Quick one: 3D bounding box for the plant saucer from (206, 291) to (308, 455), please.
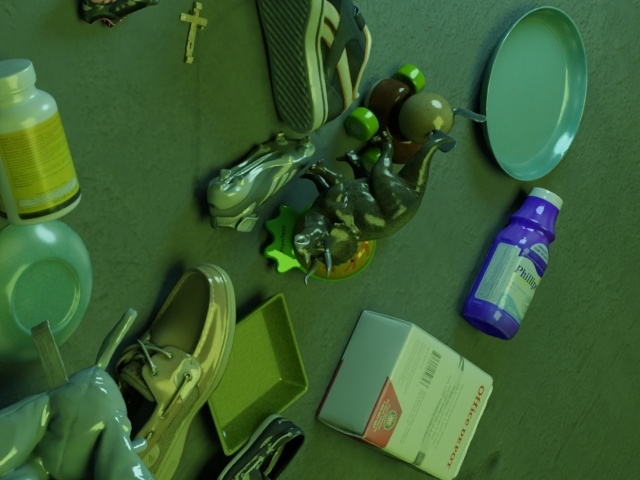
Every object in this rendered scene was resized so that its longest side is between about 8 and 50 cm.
[{"bbox_3d":[-0.114,0.196,1.911,0.188,0.045,0.188,-37,125,-35],"label":"plant saucer"}]

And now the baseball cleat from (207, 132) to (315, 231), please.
[{"bbox_3d":[-0.090,-0.080,1.852,0.206,0.072,0.109,-28,137,-37],"label":"baseball cleat"}]

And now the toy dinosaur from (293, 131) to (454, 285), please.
[{"bbox_3d":[0.067,-0.059,1.881,0.313,0.121,0.160,-25,88,-23],"label":"toy dinosaur"}]

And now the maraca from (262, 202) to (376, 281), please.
[{"bbox_3d":[0.000,0.000,1.943,0.186,0.099,0.127,2,89,-23],"label":"maraca"}]

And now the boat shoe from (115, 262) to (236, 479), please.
[{"bbox_3d":[-0.218,0.189,1.739,0.110,0.122,0.341,22,86,-49],"label":"boat shoe"}]

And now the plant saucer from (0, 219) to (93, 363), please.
[{"bbox_3d":[-0.359,0.068,1.616,0.195,0.037,0.195,-17,114,-44],"label":"plant saucer"}]

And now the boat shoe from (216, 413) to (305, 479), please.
[{"bbox_3d":[-0.097,0.354,1.896,0.206,0.065,0.075,-54,141,-21],"label":"boat shoe"}]

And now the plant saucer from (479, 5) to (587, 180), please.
[{"bbox_3d":[0.384,-0.268,2.313,0.317,0.044,0.317,-16,112,-43],"label":"plant saucer"}]

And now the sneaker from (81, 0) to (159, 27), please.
[{"bbox_3d":[-0.258,-0.301,1.619,0.119,0.047,0.057,-13,130,-43],"label":"sneaker"}]

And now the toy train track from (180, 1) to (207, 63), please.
[{"bbox_3d":[-0.172,-0.283,1.731,0.048,0.014,0.083,4,99,-47],"label":"toy train track"}]

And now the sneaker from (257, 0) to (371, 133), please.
[{"bbox_3d":[-0.008,-0.320,1.817,0.127,0.126,0.321,-30,133,-33],"label":"sneaker"}]

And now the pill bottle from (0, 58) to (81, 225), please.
[{"bbox_3d":[-0.356,-0.118,1.513,0.103,0.103,0.184,-32,124,-37],"label":"pill bottle"}]

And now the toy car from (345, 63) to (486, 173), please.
[{"bbox_3d":[0.165,-0.178,1.993,0.155,0.188,0.149,-45,130,-29],"label":"toy car"}]

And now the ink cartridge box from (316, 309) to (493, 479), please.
[{"bbox_3d":[0.150,0.271,2.162,0.283,0.117,0.207,35,75,-46],"label":"ink cartridge box"}]

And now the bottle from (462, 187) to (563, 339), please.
[{"bbox_3d":[0.363,0.039,2.342,0.118,0.092,0.283,40,72,-44],"label":"bottle"}]

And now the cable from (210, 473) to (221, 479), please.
[{"bbox_3d":[-0.159,0.444,1.942,0.184,0.047,0.150,-56,140,-25],"label":"cable"}]

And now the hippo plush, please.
[{"bbox_3d":[-0.323,0.275,1.565,0.234,0.236,0.294,-8,67,-13],"label":"hippo plush"}]
